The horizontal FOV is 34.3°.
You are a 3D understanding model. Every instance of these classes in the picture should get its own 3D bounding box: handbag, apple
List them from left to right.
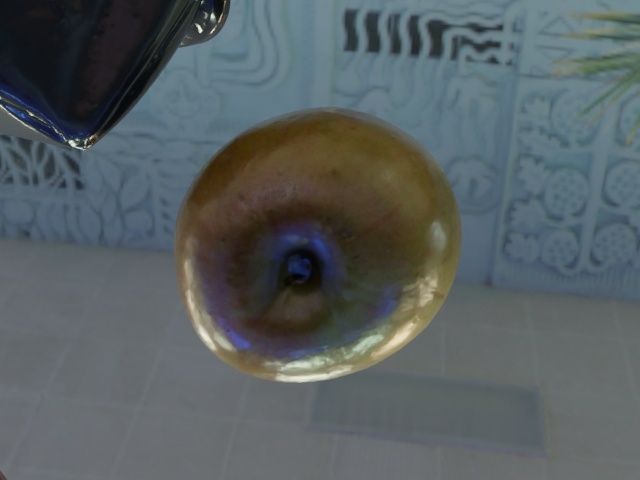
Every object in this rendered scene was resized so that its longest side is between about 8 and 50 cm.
[{"bbox_3d":[-0.165,-0.200,0.746,0.275,0.178,0.302,-55,-156,-10],"label":"handbag"},{"bbox_3d":[0.000,0.000,0.665,0.183,0.182,0.155,5,-164,5],"label":"apple"}]

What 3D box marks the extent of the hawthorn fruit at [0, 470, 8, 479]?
[{"bbox_3d":[-0.166,0.120,0.299,0.211,0.210,0.262,-1,-126,-4],"label":"hawthorn fruit"}]
